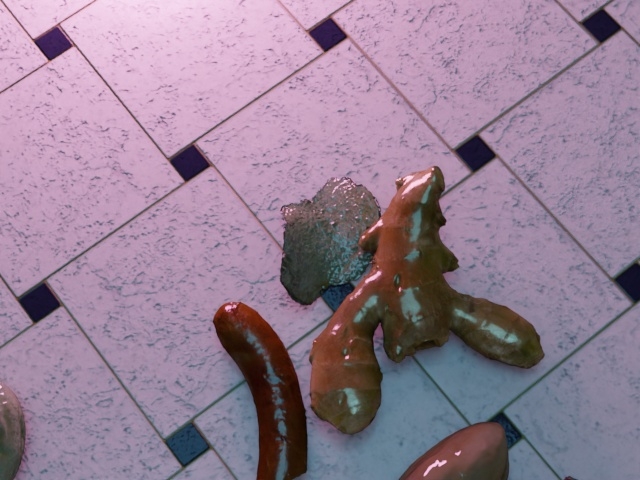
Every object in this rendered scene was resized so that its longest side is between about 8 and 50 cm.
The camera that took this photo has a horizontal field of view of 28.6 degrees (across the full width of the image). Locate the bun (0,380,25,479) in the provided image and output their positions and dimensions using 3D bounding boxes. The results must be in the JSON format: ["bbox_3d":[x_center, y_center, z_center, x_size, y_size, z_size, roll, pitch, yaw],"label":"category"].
[{"bbox_3d":[-0.538,0.298,1.847,0.221,0.108,0.221,0,68,0],"label":"bun"}]

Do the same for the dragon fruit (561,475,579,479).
[{"bbox_3d":[0.323,0.472,1.666,0.329,0.329,0.329,0,68,0],"label":"dragon fruit"}]

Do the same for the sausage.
[{"bbox_3d":[-0.081,0.227,1.890,0.103,0.076,0.302,-15,69,-6],"label":"sausage"}]

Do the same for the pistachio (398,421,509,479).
[{"bbox_3d":[0.190,0.354,1.816,0.136,0.136,0.226,42,68,15],"label":"pistachio"}]

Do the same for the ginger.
[{"bbox_3d":[0.114,0.091,1.931,0.363,0.122,0.348,-23,71,-2],"label":"ginger"}]

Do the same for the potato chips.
[{"bbox_3d":[0.002,-0.001,1.988,0.228,0.059,0.167,-35,82,-26],"label":"potato chips"}]
